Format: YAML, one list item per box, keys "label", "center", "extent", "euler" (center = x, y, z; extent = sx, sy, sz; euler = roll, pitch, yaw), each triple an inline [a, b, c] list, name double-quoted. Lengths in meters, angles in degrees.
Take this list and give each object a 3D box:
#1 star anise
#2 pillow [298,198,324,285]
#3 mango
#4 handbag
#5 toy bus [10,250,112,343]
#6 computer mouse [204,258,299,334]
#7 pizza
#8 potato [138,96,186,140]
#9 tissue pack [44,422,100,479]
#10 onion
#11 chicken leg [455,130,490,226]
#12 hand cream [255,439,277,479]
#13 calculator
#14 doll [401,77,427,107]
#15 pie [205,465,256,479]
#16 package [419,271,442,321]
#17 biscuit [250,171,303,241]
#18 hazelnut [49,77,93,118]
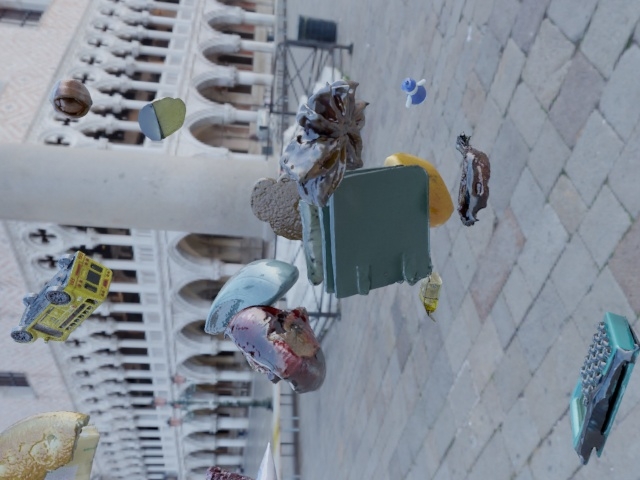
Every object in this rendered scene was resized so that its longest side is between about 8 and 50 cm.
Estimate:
- label: "star anise"
  center: [0.010, -0.165, 0.970]
  extent: [0.220, 0.099, 0.214]
  euler: [8, -78, -68]
- label: "pillow"
  center: [0.001, -0.001, 1.493]
  extent: [0.051, 0.093, 0.241]
  euler: [-149, 49, -65]
- label: "mango"
  center: [0.270, -0.143, 1.625]
  extent: [0.154, 0.252, 0.126]
  euler: [-46, 18, -4]
- label: "handbag"
  center: [0.115, -0.020, 1.198]
  extent: [0.079, 0.247, 0.260]
  euler: [15, 113, 58]
- label: "toy bus"
  center: [-0.734, 0.182, 1.646]
  extent: [0.331, 0.151, 0.145]
  euler: [-38, 37, 29]
- label: "computer mouse"
  center: [-0.208, 0.144, 1.612]
  extent: [0.371, 0.122, 0.188]
  euler: [-35, 7, 42]
- label: "pizza"
  center: [-0.601, 0.435, 1.223]
  extent: [0.134, 0.271, 0.056]
  euler: [53, -175, -10]
- label: "potato"
  center: [-0.380, -0.301, 1.410]
  extent: [0.103, 0.066, 0.096]
  euler: [-36, -49, -47]
- label: "tissue pack"
  center: [-0.746, 0.608, 1.624]
  extent: [0.090, 0.222, 0.186]
  euler: [35, 110, 43]
- label: "onion"
  center: [-0.087, 0.242, 1.411]
  extent: [0.195, 0.272, 0.272]
  euler: [-57, 2, -12]
- label: "chicken leg"
  center: [0.319, -0.144, 1.238]
  extent: [0.106, 0.051, 0.253]
  euler: [111, 168, -56]
- label: "hand cream"
  center: [-0.103, 0.461, 1.119]
  extent: [0.142, 0.053, 0.084]
  euler: [-96, 3, -74]
- label: "calculator"
  center: [0.592, 0.298, 1.238]
  extent: [0.248, 0.058, 0.274]
  euler: [-31, -44, -66]
- label: "doll"
  center: [0.287, -0.458, 1.790]
  extent: [0.099, 0.057, 0.143]
  euler: [-58, -29, 8]
- label: "pie"
  center: [-0.158, 0.576, 1.337]
  extent: [0.218, 0.204, 0.054]
  euler: [-16, 47, 53]
- label: "package"
  center: [0.305, 0.157, 1.634]
  extent: [0.071, 0.047, 0.131]
  euler: [-98, 13, -65]
- label: "biscuit"
  center: [-0.053, -0.099, 1.638]
  extent: [0.041, 0.290, 0.208]
  euler: [-89, 15, -69]
- label: "hazelnut"
  center: [-0.502, -0.285, 1.175]
  extent: [0.086, 0.086, 0.086]
  euler: [-176, 90, -82]
